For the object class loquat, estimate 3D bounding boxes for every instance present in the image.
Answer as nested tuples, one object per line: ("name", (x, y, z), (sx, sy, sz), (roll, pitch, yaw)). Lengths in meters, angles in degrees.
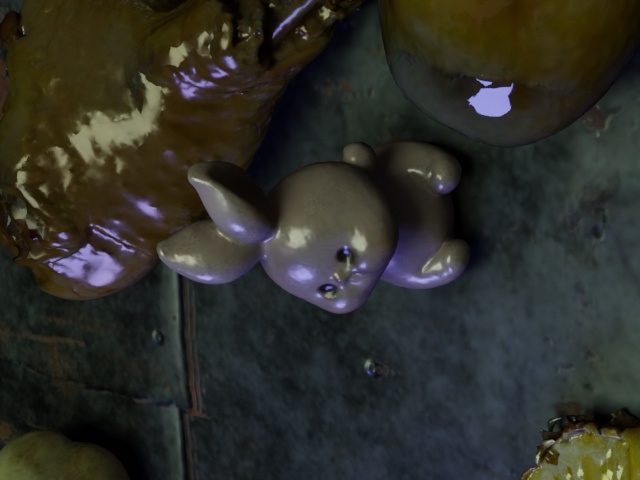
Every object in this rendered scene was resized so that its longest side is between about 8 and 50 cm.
("loquat", (0.113, -0.167, 0.883), (0.179, 0.179, 0.228), (15, 116, 37))

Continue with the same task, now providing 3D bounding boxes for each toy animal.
("toy animal", (0.001, 0.001, 1.011), (0.124, 0.212, 0.124), (18, 115, 44))

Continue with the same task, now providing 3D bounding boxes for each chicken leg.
("chicken leg", (-0.120, -0.148, 1.116), (0.409, 0.182, 0.295), (-34, 64, 38))

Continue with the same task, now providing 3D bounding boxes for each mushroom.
("mushroom", (-0.231, 0.236, 1.353), (0.148, 0.112, 0.148), (14, 114, 35))

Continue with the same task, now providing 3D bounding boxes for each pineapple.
("pineapple", (0.199, 0.210, 1.001), (0.221, 0.047, 0.221), (2, 93, 41))
